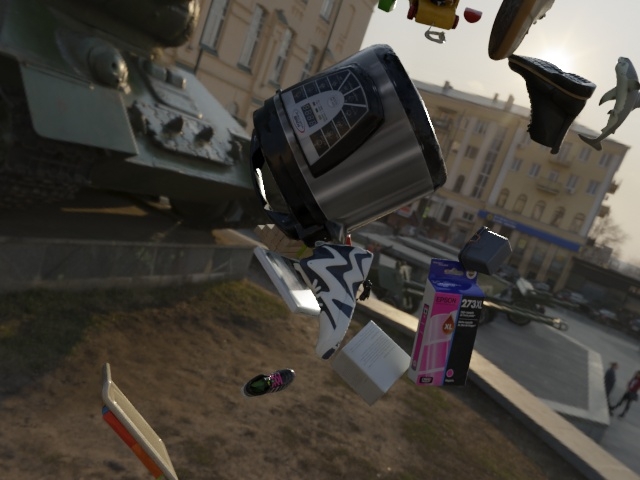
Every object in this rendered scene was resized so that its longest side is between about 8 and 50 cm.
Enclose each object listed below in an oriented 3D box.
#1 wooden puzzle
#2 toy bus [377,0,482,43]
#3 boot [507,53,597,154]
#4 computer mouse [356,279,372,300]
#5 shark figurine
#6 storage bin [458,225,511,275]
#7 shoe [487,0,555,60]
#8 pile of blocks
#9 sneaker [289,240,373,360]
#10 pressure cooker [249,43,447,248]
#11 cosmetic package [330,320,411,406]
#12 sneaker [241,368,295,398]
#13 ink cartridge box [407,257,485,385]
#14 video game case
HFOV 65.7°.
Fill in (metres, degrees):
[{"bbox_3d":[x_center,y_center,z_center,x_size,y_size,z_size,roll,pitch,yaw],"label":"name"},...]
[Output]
[{"bbox_3d":[-0.349,0.351,0.927,0.239,0.044,0.221,60,-23,-9],"label":"wooden puzzle"},{"bbox_3d":[0.227,-0.490,0.961,0.191,0.104,0.202,-28,59,-33],"label":"toy bus"},{"bbox_3d":[0.412,-0.270,0.957,0.076,0.137,0.198,-4,39,-23],"label":"boot"},{"bbox_3d":[0.091,0.209,1.730,0.193,0.106,0.042,-26,59,-18],"label":"computer mouse"},{"bbox_3d":[0.885,-0.377,1.443,0.116,0.278,0.166,6,27,-10],"label":"shark figurine"},{"bbox_3d":[0.475,0.031,1.418,0.091,0.135,0.098,25,-26,50],"label":"storage bin"},{"bbox_3d":[0.280,-0.318,0.611,0.058,0.219,0.077,15,47,-8],"label":"shoe"},{"bbox_3d":[0.000,0.000,1.337,0.362,0.113,0.149,21,27,-40],"label":"pile of blocks"},{"bbox_3d":[-0.003,0.104,0.978,0.153,0.235,0.094,20,-13,6],"label":"sneaker"},{"bbox_3d":[0.038,-0.196,1.145,0.376,0.420,0.370,62,11,-22],"label":"pressure cooker"},{"bbox_3d":[0.159,0.386,1.556,0.183,0.151,0.151,44,57,15],"label":"cosmetic package"},{"bbox_3d":[-0.153,0.428,1.486,0.170,0.063,0.075,-14,-19,-18],"label":"sneaker"},{"bbox_3d":[0.376,0.244,1.457,0.175,0.371,0.069,7,6,-20],"label":"ink cartridge box"},{"bbox_3d":[-0.051,0.101,1.114,0.173,0.022,0.190,24,22,-52],"label":"video game case"}]
